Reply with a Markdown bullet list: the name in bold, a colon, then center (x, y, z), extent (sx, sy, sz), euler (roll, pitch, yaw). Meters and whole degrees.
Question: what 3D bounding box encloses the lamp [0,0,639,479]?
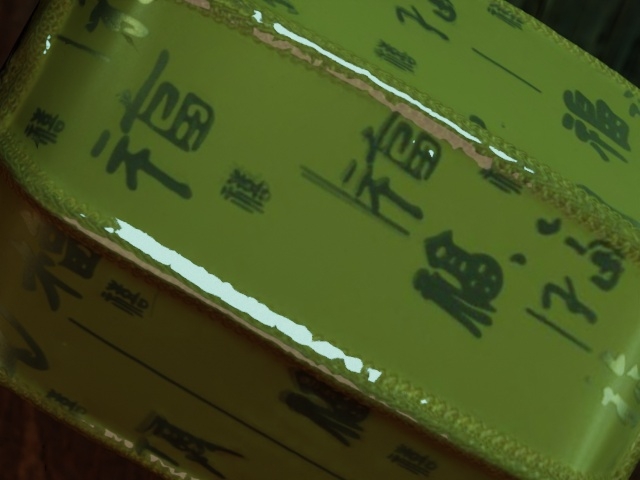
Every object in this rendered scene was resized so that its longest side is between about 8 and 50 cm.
- **lamp**: center (0.000, 0.000, 0.413), extent (0.185, 0.161, 0.161), euler (28, 130, -4)
